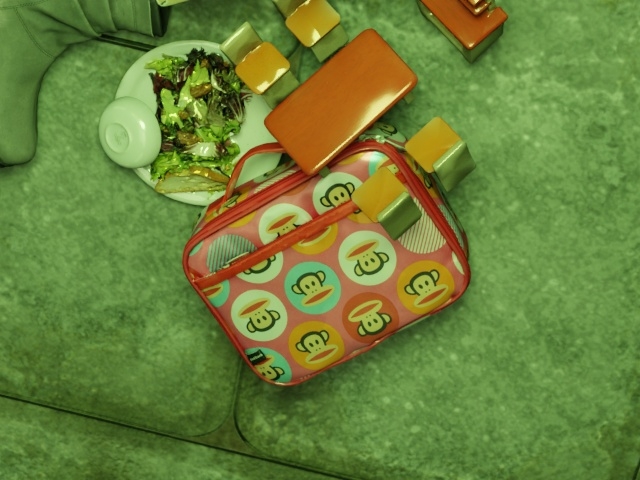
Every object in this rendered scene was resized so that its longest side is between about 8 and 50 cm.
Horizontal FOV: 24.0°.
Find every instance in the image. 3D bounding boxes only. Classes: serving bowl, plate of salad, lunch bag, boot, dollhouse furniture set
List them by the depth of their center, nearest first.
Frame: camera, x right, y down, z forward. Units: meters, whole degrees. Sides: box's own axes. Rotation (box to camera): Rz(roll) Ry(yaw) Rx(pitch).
[{"bbox_3d":[0.061,-0.177,1.539,0.259,0.135,0.262,-42,74,1],"label":"dollhouse furniture set"},{"bbox_3d":[-0.272,-0.229,1.638,0.223,0.118,0.338,2,120,3],"label":"boot"},{"bbox_3d":[-0.219,-0.118,1.691,0.083,0.027,0.083,12,112,30],"label":"serving bowl"},{"bbox_3d":[0.000,0.000,1.695,0.293,0.120,0.258,-29,107,16],"label":"lunch bag"},{"bbox_3d":[-0.139,-0.127,1.696,0.200,0.048,0.199,4,115,8],"label":"plate of salad"}]

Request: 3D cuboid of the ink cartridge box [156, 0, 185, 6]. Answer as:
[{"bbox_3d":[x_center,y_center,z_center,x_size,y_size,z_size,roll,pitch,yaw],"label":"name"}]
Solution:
[{"bbox_3d":[-0.058,-0.327,1.489,0.235,0.193,0.088,-15,116,6],"label":"ink cartridge box"}]
